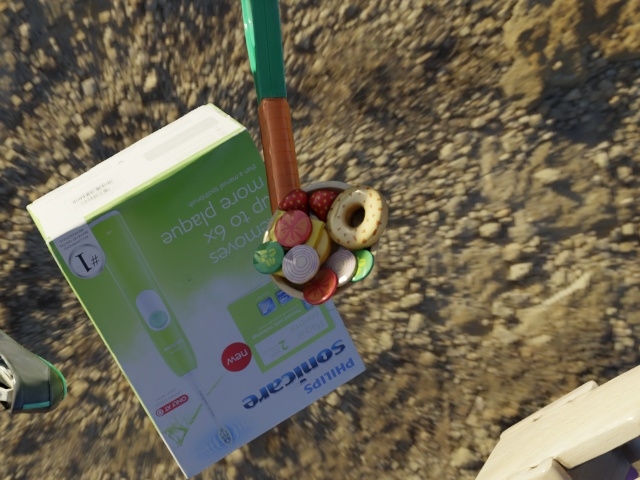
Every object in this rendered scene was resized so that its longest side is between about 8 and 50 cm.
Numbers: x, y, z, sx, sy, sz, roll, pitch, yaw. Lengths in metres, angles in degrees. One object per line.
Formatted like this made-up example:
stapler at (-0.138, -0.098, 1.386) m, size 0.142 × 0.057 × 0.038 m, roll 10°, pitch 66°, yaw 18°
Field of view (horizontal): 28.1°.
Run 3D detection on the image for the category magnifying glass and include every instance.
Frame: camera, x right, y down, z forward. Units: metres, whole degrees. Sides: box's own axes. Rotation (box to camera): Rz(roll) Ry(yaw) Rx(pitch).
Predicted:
magnifying glass at (-0.035, -0.115, 0.887) m, size 0.026 × 0.092 × 0.231 m, roll -4°, pitch 70°, yaw -6°

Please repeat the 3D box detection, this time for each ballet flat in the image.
ballet flat at (-0.331, 0.112, 1.238) m, size 0.203 × 0.074 × 0.074 m, roll 28°, pitch 85°, yaw 35°

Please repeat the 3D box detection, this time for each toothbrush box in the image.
toothbrush box at (-0.115, 0.047, 1.222) m, size 0.206 × 0.122 × 0.283 m, roll -30°, pitch 117°, yaw -10°

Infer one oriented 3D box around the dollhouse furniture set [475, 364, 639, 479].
dollhouse furniture set at (0.192, 0.235, 0.543) m, size 0.303 × 0.198 × 0.286 m, roll 48°, pitch 42°, yaw -4°

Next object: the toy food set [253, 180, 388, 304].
toy food set at (0.000, 0.000, 0.806) m, size 0.083 × 0.020 × 0.082 m, roll 15°, pitch 77°, yaw 28°
